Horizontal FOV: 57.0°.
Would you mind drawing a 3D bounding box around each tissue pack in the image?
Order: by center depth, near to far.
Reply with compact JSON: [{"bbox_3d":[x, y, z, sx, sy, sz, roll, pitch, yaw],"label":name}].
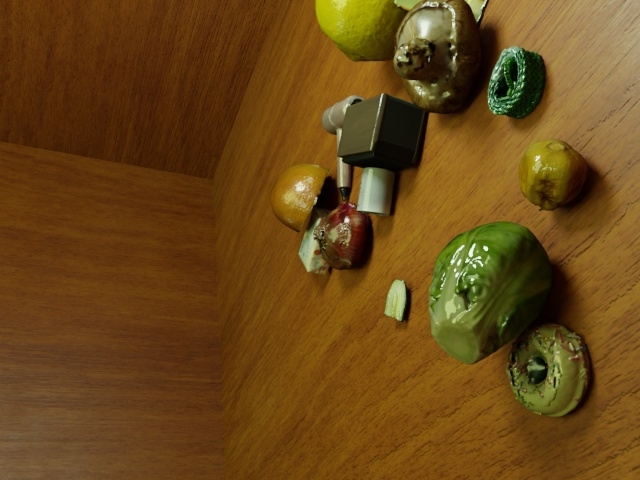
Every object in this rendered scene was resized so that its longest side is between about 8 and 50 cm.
[{"bbox_3d":[0.000,0.000,2.078,0.148,0.092,0.196,-119,42,-60],"label":"tissue pack"}]

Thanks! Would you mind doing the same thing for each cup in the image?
[{"bbox_3d":[0.156,-0.142,1.750,0.136,0.099,0.133,7,89,64],"label":"cup"}]

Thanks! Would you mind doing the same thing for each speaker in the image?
[{"bbox_3d":[0.173,-0.307,1.691,0.231,0.153,0.192,9,86,68],"label":"speaker"}]

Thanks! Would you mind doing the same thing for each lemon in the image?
[{"bbox_3d":[0.153,-0.680,1.668,0.348,0.348,0.347,-171,90,-67],"label":"lemon"}]

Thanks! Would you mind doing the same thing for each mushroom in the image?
[{"bbox_3d":[0.263,-0.461,1.435,0.267,0.255,0.267,-32,49,46],"label":"mushroom"}]

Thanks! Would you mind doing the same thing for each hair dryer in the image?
[{"bbox_3d":[0.091,-0.305,2.004,0.189,0.107,0.344,178,91,-65],"label":"hair dryer"}]

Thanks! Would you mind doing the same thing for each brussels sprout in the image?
[{"bbox_3d":[0.310,0.098,1.119,0.271,0.210,0.219,-50,15,-27],"label":"brussels sprout"}]

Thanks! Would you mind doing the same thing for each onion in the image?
[{"bbox_3d":[0.053,-0.018,1.872,0.230,0.163,0.229,-171,90,-76],"label":"onion"}]

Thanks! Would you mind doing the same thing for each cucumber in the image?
[{"bbox_3d":[0.214,0.159,1.589,0.067,0.035,0.107,17,97,49],"label":"cucumber"}]

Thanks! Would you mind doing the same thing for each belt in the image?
[{"bbox_3d":[0.407,-0.339,1.253,0.121,0.079,0.151,-164,84,-67],"label":"belt"}]

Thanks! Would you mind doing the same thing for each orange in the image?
[{"bbox_3d":[-0.060,-0.154,2.151,0.274,0.310,0.274,-4,80,26],"label":"orange"}]

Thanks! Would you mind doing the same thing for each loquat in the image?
[{"bbox_3d":[0.426,-0.120,1.093,0.137,0.113,0.137,165,90,-71],"label":"loquat"}]

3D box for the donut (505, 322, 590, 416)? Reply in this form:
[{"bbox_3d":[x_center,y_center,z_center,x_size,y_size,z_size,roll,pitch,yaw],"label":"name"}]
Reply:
[{"bbox_3d":[0.404,0.233,1.069,0.175,0.068,0.174,-172,90,-67],"label":"donut"}]

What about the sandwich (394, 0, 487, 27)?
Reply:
[{"bbox_3d":[0.302,-0.614,1.477,0.144,0.187,0.117,-119,42,-64],"label":"sandwich"}]
